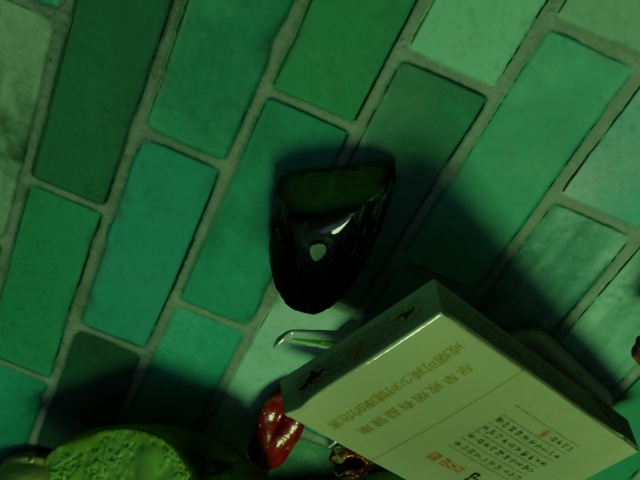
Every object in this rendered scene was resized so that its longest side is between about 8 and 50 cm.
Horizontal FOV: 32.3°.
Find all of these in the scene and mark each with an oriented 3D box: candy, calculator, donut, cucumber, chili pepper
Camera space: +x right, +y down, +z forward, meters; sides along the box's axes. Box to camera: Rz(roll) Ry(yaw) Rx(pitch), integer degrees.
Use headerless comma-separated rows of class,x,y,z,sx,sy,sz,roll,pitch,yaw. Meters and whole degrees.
candy,0.100,0.265,1.373,0.185,0.049,0.055,-8,136,11
calculator,0.248,0.159,1.236,0.175,0.032,0.100,41,128,-22
donut,-0.414,0.355,1.567,0.108,0.065,0.166,37,130,-18
cucumber,0.000,0.000,1.134,0.115,0.085,0.193,15,140,-1
chili pepper,-0.055,0.239,1.377,0.059,0.050,0.191,29,126,11

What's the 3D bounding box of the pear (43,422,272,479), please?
pear,-0.174,0.340,1.390,0.282,0.286,0.176,-34,160,30

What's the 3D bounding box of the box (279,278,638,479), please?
box,0.155,0.186,1.160,0.204,0.051,0.365,-36,130,24

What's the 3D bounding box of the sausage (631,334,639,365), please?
sausage,0.429,0.100,1.063,0.254,0.148,0.148,-4,130,17

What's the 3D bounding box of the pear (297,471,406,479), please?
pear,0.050,0.425,1.471,0.288,0.139,0.239,-12,135,26

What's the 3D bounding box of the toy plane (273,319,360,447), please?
toy plane,0.083,0.139,1.218,0.251,0.101,0.255,35,127,-16
